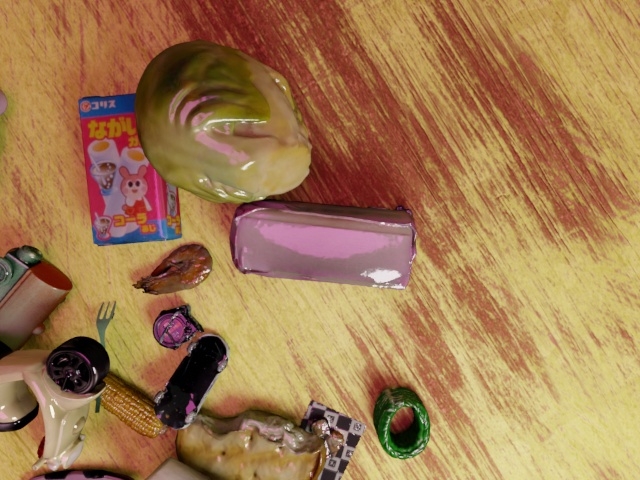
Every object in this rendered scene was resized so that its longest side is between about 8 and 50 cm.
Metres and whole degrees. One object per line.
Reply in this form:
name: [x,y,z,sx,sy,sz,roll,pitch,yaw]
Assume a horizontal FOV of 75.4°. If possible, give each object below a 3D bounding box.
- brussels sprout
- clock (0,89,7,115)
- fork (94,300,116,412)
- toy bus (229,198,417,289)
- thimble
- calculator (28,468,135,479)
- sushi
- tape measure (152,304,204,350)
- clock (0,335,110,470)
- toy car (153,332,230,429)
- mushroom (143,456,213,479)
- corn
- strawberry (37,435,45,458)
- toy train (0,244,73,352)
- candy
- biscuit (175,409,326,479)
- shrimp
brussels sprout: [-0.177,-0.222,0.768,0.343,0.268,0.345,-1,68,3]
clock: [-0.860,-0.248,0.889,0.321,0.113,0.296,13,93,0]
fork: [-0.472,0.247,0.895,0.039,0.021,0.235,-5,72,6]
toy bus: [0.000,0.000,0.833,0.385,0.162,0.171,5,93,3]
thimble: [0.171,0.382,0.875,0.118,0.090,0.130,-17,92,1]
calculator: [-0.548,0.618,0.945,0.293,0.043,0.195,-5,93,6]
sushi: [0.000,0.475,0.915,0.139,0.031,0.201,24,93,1]
tape measure: [-0.317,0.188,0.908,0.094,0.054,0.091,-30,89,-3]
clock: [-0.598,0.319,0.828,0.378,0.120,0.277,2,104,8]
toy car: [-0.271,0.299,0.891,0.095,0.056,0.205,25,67,13]
mushroom: [-0.188,0.586,0.821,0.396,0.126,0.177,29,133,7]
corn: [-0.423,0.362,0.913,0.207,0.068,0.068,36,93,1]
strawberry: [-0.584,0.460,0.922,0.083,0.083,0.096,35,125,1]
toy train: [-0.682,0.147,0.904,0.177,0.116,0.285,42,93,-12]
candy: [-0.397,-0.147,0.878,0.157,0.100,0.306,-5,93,4]
biscuit: [-0.169,0.468,0.895,0.335,0.078,0.329,43,101,3]
shrimp: [-0.325,0.071,0.914,0.190,0.042,0.101,-20,71,4]
